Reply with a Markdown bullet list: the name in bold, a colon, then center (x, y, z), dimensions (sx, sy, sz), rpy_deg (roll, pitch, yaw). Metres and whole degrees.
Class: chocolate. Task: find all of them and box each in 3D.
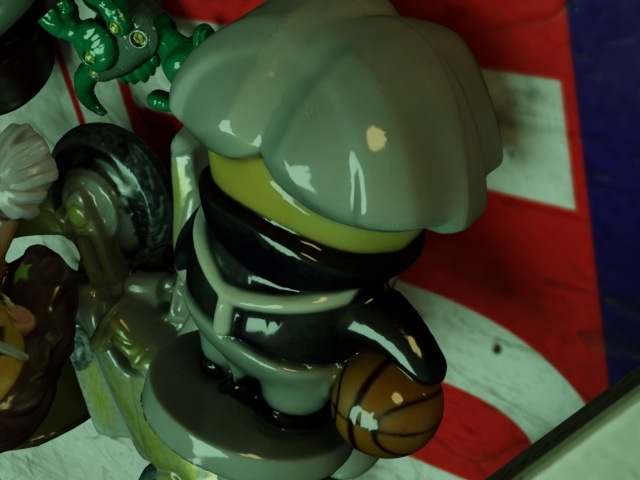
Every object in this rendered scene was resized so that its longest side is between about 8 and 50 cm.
- **chocolate**: center (-0.233, -0.119, 0.833), dimensions (0.148, 0.125, 0.080), rpy_deg (22, 158, 30)

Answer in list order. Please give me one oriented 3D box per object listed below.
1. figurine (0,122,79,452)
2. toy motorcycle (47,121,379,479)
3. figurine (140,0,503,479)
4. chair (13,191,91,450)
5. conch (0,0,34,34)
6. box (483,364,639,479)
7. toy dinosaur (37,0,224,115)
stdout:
- **figurine**: center (-0.221, 0.022, 0.778), dimensions (0.116, 0.174, 0.240), rpy_deg (67, -178, -54)
- **toy motorcycle**: center (-0.065, 0.084, 0.821), dimensions (0.222, 0.108, 0.341), rpy_deg (3, 117, 36)
- **figurine**: center (0.000, 0.000, 0.628), dimensions (0.176, 0.133, 0.236), rpy_deg (29, 120, 25)
- **chair**: center (-0.214, 0.077, 0.942), dimensions (0.172, 0.158, 0.247), rpy_deg (36, 144, 25)
- **conch**: center (-0.256, -0.196, 0.756), dimensions (0.221, 0.185, 0.121), rpy_deg (4, 163, 26)
- **box**: center (0.179, 0.128, 0.472), dimensions (0.365, 0.051, 0.205), rpy_deg (-42, 86, 22)
- **toy dinosaur**: center (-0.108, -0.109, 0.747), dimensions (0.096, 0.059, 0.132), rpy_deg (52, 138, -10)
